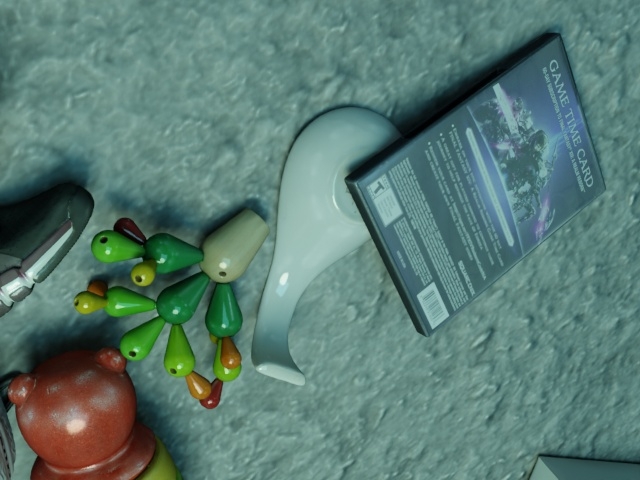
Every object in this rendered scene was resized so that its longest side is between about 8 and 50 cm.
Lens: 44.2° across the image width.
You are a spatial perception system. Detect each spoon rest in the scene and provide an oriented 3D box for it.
[{"bbox_3d":[0.000,0.000,0.786,0.137,0.084,0.277,24,89,-27],"label":"spoon rest"}]

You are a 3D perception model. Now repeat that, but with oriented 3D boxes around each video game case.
[{"bbox_3d":[0.170,-0.056,0.802,0.274,0.026,0.196,-37,119,-17],"label":"video game case"}]

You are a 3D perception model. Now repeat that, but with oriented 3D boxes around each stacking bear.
[{"bbox_3d":[-0.211,0.239,0.769,0.175,0.164,0.289,-15,111,-12],"label":"stacking bear"}]

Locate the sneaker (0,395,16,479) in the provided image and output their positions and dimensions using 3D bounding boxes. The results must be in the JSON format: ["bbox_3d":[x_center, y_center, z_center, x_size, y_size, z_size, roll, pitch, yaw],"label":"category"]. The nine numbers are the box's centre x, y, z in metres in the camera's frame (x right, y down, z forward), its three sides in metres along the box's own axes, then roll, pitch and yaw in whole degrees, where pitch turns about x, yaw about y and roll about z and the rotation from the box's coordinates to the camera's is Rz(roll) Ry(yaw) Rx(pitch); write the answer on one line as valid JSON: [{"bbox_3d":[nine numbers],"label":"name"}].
[{"bbox_3d":[-0.382,0.209,0.581,0.210,0.366,0.138,-12,105,3],"label":"sneaker"}]

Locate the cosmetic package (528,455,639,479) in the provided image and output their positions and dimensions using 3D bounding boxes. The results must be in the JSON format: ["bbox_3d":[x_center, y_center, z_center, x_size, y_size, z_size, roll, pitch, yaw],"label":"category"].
[{"bbox_3d":[0.424,0.454,1.094,0.377,0.097,0.285,11,110,-22],"label":"cosmetic package"}]

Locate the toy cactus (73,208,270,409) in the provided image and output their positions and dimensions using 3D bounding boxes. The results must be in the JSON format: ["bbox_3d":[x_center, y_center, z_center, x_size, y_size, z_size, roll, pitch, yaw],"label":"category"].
[{"bbox_3d":[-0.122,0.045,0.757,0.180,0.112,0.219,-47,117,-16],"label":"toy cactus"}]

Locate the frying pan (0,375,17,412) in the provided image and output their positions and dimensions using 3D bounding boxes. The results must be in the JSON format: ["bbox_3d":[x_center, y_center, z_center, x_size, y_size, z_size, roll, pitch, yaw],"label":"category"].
[{"bbox_3d":[-0.401,0.286,0.784,0.326,0.053,0.197,-26,119,-3],"label":"frying pan"}]

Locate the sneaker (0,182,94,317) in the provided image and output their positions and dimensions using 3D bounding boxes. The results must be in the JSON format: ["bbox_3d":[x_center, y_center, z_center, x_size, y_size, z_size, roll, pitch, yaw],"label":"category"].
[{"bbox_3d":[-0.340,0.007,0.653,0.281,0.106,0.163,-37,115,0],"label":"sneaker"}]
